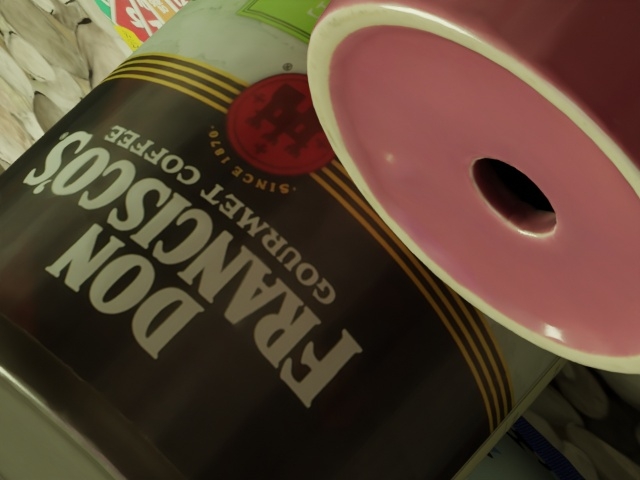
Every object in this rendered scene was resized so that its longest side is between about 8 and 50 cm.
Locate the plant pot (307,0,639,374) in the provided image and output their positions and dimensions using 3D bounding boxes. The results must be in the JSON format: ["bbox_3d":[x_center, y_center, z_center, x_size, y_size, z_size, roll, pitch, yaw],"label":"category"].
[{"bbox_3d":[0.102,-0.070,0.494,0.201,0.180,0.201,37,157,18],"label":"plant pot"}]

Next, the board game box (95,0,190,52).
[{"bbox_3d":[-0.102,-0.170,0.841,0.124,0.039,0.259,19,153,42],"label":"board game box"}]

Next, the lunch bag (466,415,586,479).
[{"bbox_3d":[-0.038,0.167,0.946,0.328,0.239,0.385,6,-145,-50],"label":"lunch bag"}]

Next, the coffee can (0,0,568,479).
[{"bbox_3d":[0.000,0.000,0.677,0.201,0.275,0.201,37,158,18],"label":"coffee can"}]
